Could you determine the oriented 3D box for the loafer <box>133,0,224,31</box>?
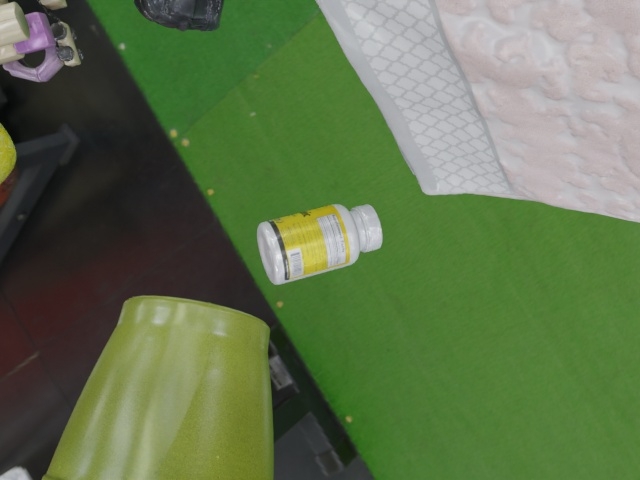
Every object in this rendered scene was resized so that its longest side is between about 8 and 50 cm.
[{"bbox_3d":[-0.088,-0.276,0.592,0.076,0.078,0.223,38,117,52],"label":"loafer"}]

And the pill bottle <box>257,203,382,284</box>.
[{"bbox_3d":[0.000,0.000,0.763,0.065,0.116,0.065,166,90,-74],"label":"pill bottle"}]

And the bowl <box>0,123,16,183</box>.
[{"bbox_3d":[-0.680,-0.135,1.272,0.289,0.156,0.289,9,147,6],"label":"bowl"}]

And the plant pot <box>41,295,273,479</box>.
[{"bbox_3d":[-0.223,0.279,1.171,0.366,0.366,0.353,-1,71,32],"label":"plant pot"}]

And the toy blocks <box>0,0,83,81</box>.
[{"bbox_3d":[-0.486,-0.322,0.927,0.260,0.309,0.288,-17,100,-2],"label":"toy blocks"}]

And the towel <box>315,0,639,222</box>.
[{"bbox_3d":[0.158,-0.117,0.520,0.317,0.053,0.332,11,154,35],"label":"towel"}]
